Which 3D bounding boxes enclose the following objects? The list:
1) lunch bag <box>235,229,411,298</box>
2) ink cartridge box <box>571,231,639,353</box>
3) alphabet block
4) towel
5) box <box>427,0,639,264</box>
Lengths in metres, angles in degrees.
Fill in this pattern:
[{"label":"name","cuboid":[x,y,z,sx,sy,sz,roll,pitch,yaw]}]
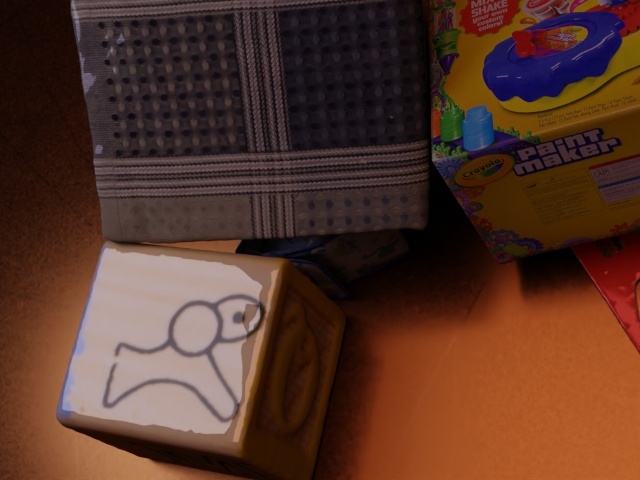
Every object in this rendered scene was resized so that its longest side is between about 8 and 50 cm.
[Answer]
[{"label":"lunch bag","cuboid":[0.000,0.000,1.228,0.151,0.129,0.096,-29,63,7]},{"label":"ink cartridge box","cuboid":[0.385,0.017,1.121,0.239,0.060,0.275,-31,63,5]},{"label":"alphabet block","cuboid":[-0.109,0.122,1.185,0.197,0.193,0.192,7,74,22]},{"label":"towel","cuboid":[-0.065,-0.153,1.096,0.324,0.056,0.312,-2,107,10]},{"label":"box","cuboid":[0.264,-0.166,1.121,0.290,0.177,0.279,-15,51,22]}]
